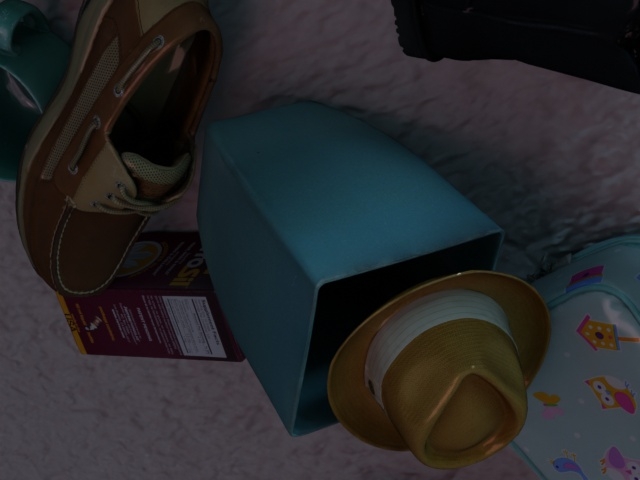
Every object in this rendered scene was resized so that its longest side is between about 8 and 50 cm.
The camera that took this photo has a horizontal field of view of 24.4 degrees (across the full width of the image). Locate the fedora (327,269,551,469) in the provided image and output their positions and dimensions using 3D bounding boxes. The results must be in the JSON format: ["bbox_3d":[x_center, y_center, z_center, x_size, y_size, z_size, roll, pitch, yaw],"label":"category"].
[{"bbox_3d":[0.100,0.111,1.104,0.194,0.079,0.194,-12,134,-13],"label":"fedora"}]

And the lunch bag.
[{"bbox_3d":[0.252,0.134,1.216,0.279,0.108,0.224,50,139,-8],"label":"lunch bag"}]

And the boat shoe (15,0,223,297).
[{"bbox_3d":[-0.167,-0.077,1.243,0.120,0.123,0.324,47,131,36],"label":"boat shoe"}]

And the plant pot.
[{"bbox_3d":[0.000,0.000,1.190,0.234,0.165,0.165,51,145,37],"label":"plant pot"}]

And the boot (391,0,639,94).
[{"bbox_3d":[0.143,-0.217,1.023,0.207,0.094,0.246,10,135,29],"label":"boot"}]

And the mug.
[{"bbox_3d":[-0.262,-0.137,1.323,0.129,0.097,0.158,48,132,-9],"label":"mug"}]

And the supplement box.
[{"bbox_3d":[-0.138,0.050,1.387,0.188,0.104,0.080,0,122,30],"label":"supplement box"}]
